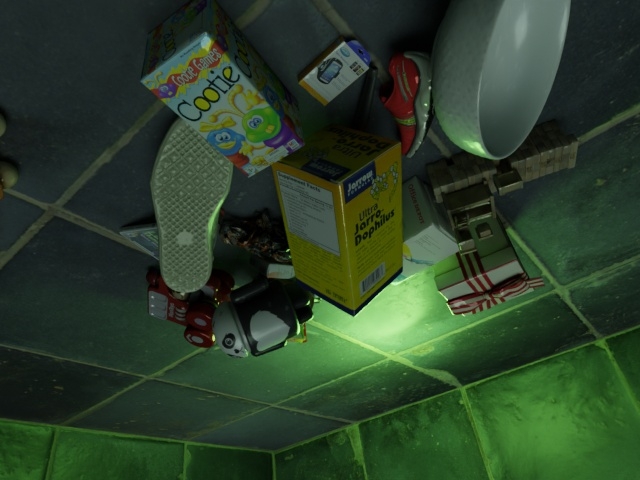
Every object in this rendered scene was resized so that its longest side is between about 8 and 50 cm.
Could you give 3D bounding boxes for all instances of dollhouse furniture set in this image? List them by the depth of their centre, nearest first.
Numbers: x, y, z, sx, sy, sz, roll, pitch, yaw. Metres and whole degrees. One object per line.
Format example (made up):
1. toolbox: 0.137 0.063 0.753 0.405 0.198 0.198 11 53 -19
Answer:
1. dollhouse furniture set: 0.405 -0.053 1.071 0.181 0.161 0.101 -18 143 14

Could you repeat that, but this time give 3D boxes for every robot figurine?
1. robot figurine: -0.163 0.218 1.258 0.278 0.209 0.173 -21 176 -13

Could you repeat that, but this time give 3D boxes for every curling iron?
1. curling iron: 0.102 -0.257 0.986 0.068 0.035 0.274 24 143 18

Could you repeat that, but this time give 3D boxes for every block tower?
1. block tower: 0.441 -0.187 1.113 0.335 0.097 0.091 -17 143 13

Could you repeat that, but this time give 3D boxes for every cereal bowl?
1. cereal bowl: 0.295 -0.320 0.778 0.338 0.141 0.339 -27 129 -39

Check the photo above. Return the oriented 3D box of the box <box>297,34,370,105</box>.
1. box: 0.030 -0.336 0.880 0.136 0.028 0.081 -35 137 27

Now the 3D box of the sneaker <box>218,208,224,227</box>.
1. sneaker: -0.328 -0.044 1.161 0.157 0.065 0.061 -12 143 4

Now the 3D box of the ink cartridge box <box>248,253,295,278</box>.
1. ink cartridge box: -0.102 0.080 1.311 0.179 0.045 0.145 11 -176 -31

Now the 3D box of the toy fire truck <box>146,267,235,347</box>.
1. toy fire truck: -0.417 0.184 1.387 0.253 0.170 0.302 19 139 -4

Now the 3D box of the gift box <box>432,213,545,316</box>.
1. gift box: 0.480 0.072 1.327 0.255 0.258 0.276 -30 138 27

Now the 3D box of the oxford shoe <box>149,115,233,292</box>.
1. oxford shoe: -0.299 -0.089 1.032 0.169 0.130 0.450 6 120 -14

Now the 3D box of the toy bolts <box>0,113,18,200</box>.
1. toy bolts: -0.714 -0.186 0.876 0.218 0.158 0.228 48 137 -3

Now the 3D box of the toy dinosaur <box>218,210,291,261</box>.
1. toy dinosaur: -0.103 -0.011 1.217 0.321 0.165 0.218 -5 159 -27

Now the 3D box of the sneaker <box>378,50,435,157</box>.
1. sneaker: 0.180 -0.285 0.938 0.118 0.107 0.279 20 157 15

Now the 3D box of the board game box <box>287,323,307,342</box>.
1. board game box: -0.164 0.294 1.597 0.259 0.124 0.039 13 138 -27

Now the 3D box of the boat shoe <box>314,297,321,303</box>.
1. boat shoe: -0.045 0.204 1.574 0.046 0.038 0.125 -32 137 29

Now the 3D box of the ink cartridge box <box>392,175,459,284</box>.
1. ink cartridge box: 0.232 -0.020 1.223 0.232 0.171 0.168 -34 137 30

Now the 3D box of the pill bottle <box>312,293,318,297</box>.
1. pill bottle: 0.066 0.121 1.426 0.186 0.112 0.112 -3 143 -8

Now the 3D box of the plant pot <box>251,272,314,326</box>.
1. plant pot: -0.135 0.183 1.440 0.167 0.167 0.165 -32 130 28

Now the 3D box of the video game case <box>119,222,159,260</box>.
1. video game case: -0.413 0.013 1.215 0.173 0.022 0.190 -5 147 25

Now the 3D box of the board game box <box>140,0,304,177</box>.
1. board game box: -0.166 -0.272 0.824 0.142 0.144 0.275 -26 141 20

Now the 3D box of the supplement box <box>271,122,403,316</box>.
1. supplement box: 0.051 -0.045 1.004 0.195 0.194 0.357 -37 136 -31
